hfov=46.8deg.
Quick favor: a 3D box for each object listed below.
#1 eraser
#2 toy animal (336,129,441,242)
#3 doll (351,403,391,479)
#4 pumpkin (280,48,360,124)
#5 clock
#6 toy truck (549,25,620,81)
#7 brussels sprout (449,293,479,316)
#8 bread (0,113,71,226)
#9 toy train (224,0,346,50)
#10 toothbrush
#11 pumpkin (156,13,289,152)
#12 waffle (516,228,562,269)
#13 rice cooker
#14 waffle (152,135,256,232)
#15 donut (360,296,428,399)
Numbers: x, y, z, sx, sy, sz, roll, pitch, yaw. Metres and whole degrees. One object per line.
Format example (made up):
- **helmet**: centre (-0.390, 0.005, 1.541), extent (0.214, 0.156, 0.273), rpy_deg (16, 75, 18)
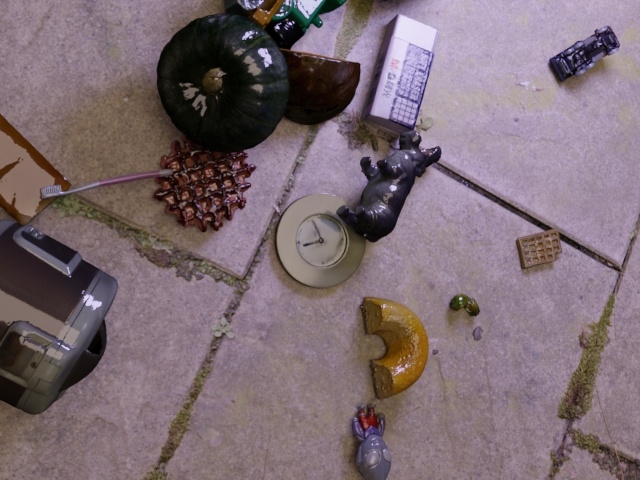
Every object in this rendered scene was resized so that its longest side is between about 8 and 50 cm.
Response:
- **eraser**: centre (0.206, -0.424, 1.896), extent (0.130, 0.086, 0.287), rpy_deg (17, 80, -17)
- **toy animal**: centre (0.180, -0.154, 1.826), extent (0.343, 0.106, 0.168), rpy_deg (-53, 127, -23)
- **doll**: centre (0.127, 0.517, 1.806), extent (0.102, 0.075, 0.228), rpy_deg (2, 73, -29)
- **pumpkin**: centre (-0.021, -0.356, 1.754), extent (0.312, 0.148, 0.169), rpy_deg (4, 101, -27)
- **clock**: centre (0.000, 0.000, 1.824), extent (0.234, 0.029, 0.235), rpy_deg (1, 87, -18)
- **toy truck**: centre (0.746, -0.528, 2.098), extent (0.192, 0.092, 0.083), rpy_deg (-32, 96, -11)
- **brussels sprout**: centre (0.379, 0.167, 1.940), extent (0.083, 0.046, 0.051), rpy_deg (20, 75, -27)
- **bread**: centre (-0.706, -0.201, 1.558), extent (0.138, 0.077, 0.361), rpy_deg (-46, 101, -16)
- **toy train**: centre (-0.066, -0.614, 1.776), extent (0.249, 0.178, 0.429), rpy_deg (40, 75, -25)
- **toothbrush**: centre (-0.459, -0.128, 1.606), extent (0.286, 0.020, 0.025), rpy_deg (-13, 94, -26)
- **pumpkin**: centre (-0.212, -0.338, 1.614), extent (0.300, 0.207, 0.300), rpy_deg (3, 108, 8)
- **waffle**: centre (0.606, 0.023, 2.041), extent (0.135, 0.021, 0.092), rpy_deg (-11, 88, -19)
- **rice cooker**: centre (-0.573, 0.152, 1.447), extent (0.325, 0.335, 0.335), rpy_deg (32, 76, -13)
- **waffle**: centre (-0.272, -0.136, 1.722), extent (0.221, 0.055, 0.234), rpy_deg (26, 74, -14)
- **donut**: centre (0.200, 0.256, 1.844), extent (0.152, 0.101, 0.259), rpy_deg (-9, 85, -26)
